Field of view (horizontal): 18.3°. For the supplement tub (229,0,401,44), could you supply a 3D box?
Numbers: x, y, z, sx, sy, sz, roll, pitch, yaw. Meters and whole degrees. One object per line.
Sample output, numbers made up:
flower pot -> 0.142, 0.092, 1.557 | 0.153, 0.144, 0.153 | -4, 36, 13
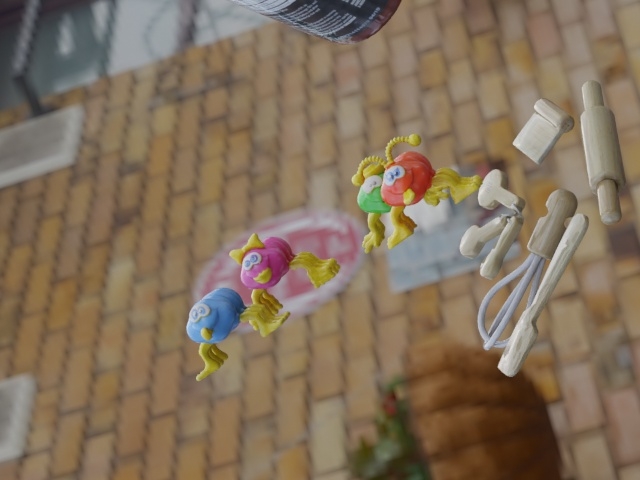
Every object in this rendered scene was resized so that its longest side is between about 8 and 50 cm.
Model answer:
supplement tub -> -0.034, -0.213, 1.407 | 0.198, 0.106, 0.106 | 18, -129, -45

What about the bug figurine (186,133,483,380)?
bug figurine -> 0.000, 0.000, 1.629 | 0.072, 0.279, 0.216 | 54, -171, -3

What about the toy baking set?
toy baking set -> 0.188, -0.011, 1.654 | 0.030, 0.197, 0.256 | 23, -144, -22
